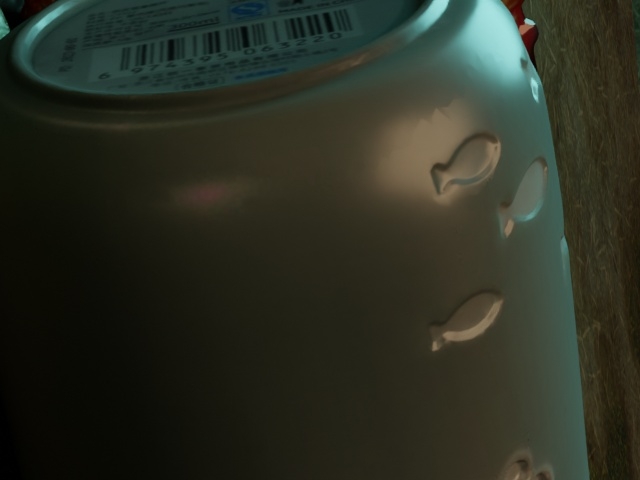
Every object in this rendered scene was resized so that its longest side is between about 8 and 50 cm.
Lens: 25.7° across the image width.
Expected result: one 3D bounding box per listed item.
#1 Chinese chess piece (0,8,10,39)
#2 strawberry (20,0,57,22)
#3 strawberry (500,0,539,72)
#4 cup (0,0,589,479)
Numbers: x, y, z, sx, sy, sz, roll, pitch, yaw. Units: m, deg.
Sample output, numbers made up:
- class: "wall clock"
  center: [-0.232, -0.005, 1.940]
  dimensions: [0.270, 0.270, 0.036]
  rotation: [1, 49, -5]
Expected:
- class: "Chinese chess piece"
  center: [-0.171, -0.079, 0.624]
  dimensions: [0.084, 0.034, 0.084]
  rotation: [-4, 90, -65]
- class: "strawberry"
  center: [-0.111, -0.103, 0.715]
  dimensions: [0.096, 0.083, 0.083]
  rotation: [64, 30, -29]
- class: "strawberry"
  center: [0.054, -0.081, 1.010]
  dimensions: [0.253, 0.150, 0.280]
  rotation: [-62, 146, -20]
- class: "cup"
  center: [0.000, 0.000, 0.659]
  dimensions: [0.357, 0.259, 0.275]
  rotation: [-57, 143, -52]
